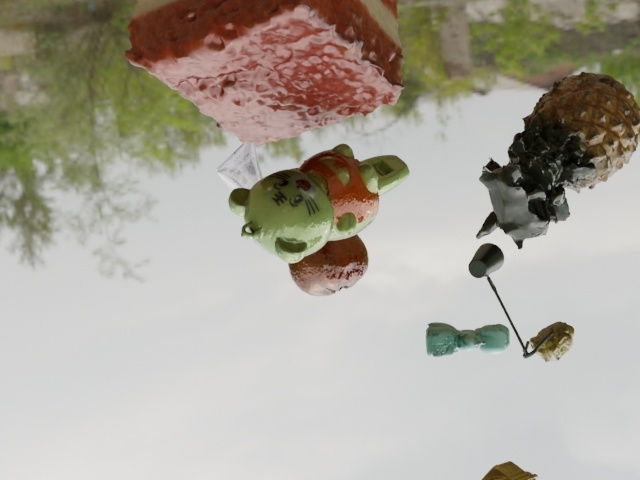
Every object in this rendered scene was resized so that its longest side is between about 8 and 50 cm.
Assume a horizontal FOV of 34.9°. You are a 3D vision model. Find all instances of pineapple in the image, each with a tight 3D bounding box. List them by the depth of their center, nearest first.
[{"bbox_3d":[0.249,-0.088,1.091,0.128,0.128,0.248,2,-150,42],"label":"pineapple"}]

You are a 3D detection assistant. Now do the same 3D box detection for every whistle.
[{"bbox_3d":[0.008,-0.056,1.318,0.288,0.106,0.131,-26,-123,-36],"label":"whistle"}]

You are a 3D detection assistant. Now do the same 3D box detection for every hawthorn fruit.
[{"bbox_3d":[0.000,0.000,1.890,0.162,0.204,0.162,-24,173,-3],"label":"hawthorn fruit"}]

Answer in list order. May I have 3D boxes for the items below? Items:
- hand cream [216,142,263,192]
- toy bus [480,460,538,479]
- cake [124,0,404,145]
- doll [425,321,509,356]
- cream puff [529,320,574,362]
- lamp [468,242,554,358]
[{"bbox_3d":[-0.125,-0.105,1.656,0.053,0.142,0.084,33,-110,28],"label":"hand cream"},{"bbox_3d":[0.190,0.460,1.471,0.123,0.336,0.121,35,-164,32],"label":"toy bus"},{"bbox_3d":[-0.067,-0.323,1.316,0.270,0.320,0.269,-16,154,26],"label":"cake"},{"bbox_3d":[0.273,0.184,1.903,0.158,0.059,0.159,0,180,12],"label":"doll"},{"bbox_3d":[0.441,0.192,1.923,0.083,0.058,0.083,-24,-164,34],"label":"cream puff"},{"bbox_3d":[0.194,0.062,1.070,0.041,0.121,0.054,-35,177,34],"label":"lamp"}]
